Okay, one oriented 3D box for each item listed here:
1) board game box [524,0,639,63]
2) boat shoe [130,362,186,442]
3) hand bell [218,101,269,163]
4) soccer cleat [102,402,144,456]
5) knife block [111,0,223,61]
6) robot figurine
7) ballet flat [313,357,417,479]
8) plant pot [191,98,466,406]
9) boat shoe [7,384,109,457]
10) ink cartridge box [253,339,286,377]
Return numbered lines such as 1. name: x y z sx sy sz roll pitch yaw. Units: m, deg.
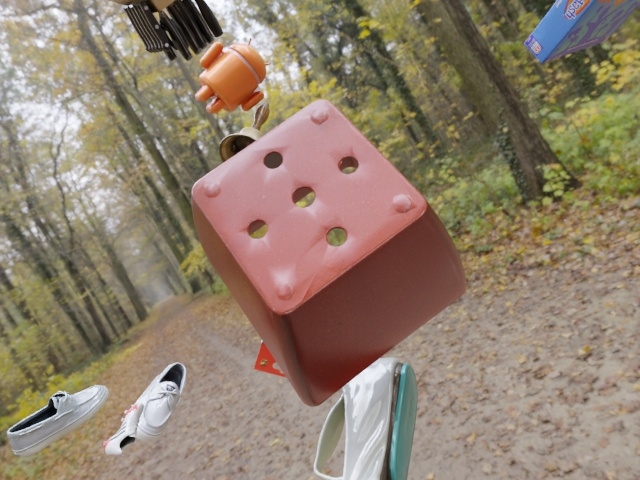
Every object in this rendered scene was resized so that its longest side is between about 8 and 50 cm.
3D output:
1. board game box: 0.400 -0.348 0.667 0.160 0.047 0.210 -24 -18 -23
2. boat shoe: -0.266 0.266 0.839 0.063 0.066 0.184 -53 4 8
3. hand bell: -0.174 -0.294 1.312 0.126 0.126 0.242 -27 34 33
4. soccer cleat: -0.267 0.265 0.692 0.036 0.029 0.083 8 34 17
5. knife block: -0.261 -0.447 0.813 0.242 0.275 0.088 -2 15 -43
6. robot figurine: -0.234 -0.435 1.329 0.219 0.158 0.128 -47 -11 -7
7. ballet flat: 0.049 0.332 0.631 0.139 0.139 0.400 -27 32 33
8. plant pot: 0.000 0.000 0.592 0.267 0.267 0.235 -36 -24 -7
9. boat shoe: -0.601 0.397 1.145 0.079 0.081 0.227 7 28 39
10. ink cartridge box: -0.083 0.311 1.540 0.066 0.189 0.232 152 135 -72
